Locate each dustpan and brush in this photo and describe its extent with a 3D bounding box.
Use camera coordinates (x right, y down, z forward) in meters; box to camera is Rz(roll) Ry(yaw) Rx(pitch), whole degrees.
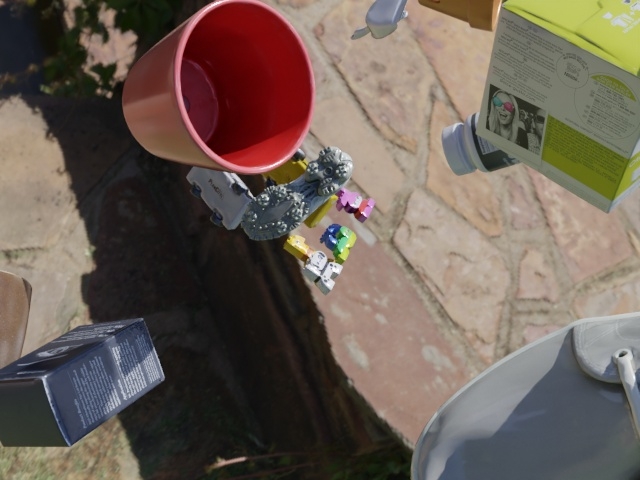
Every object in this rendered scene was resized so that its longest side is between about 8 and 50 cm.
[{"bbox_3d":[0.133,-0.502,1.802,0.060,0.211,0.147,41,59,-36],"label":"dustpan and brush"}]

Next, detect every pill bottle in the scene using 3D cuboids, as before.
[{"bbox_3d":[0.471,-0.269,2.056,0.161,0.283,0.161,35,47,-49],"label":"pill bottle"}]

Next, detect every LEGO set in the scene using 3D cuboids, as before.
[{"bbox_3d":[0.000,0.000,1.332,0.093,0.087,0.227,35,46,-7],"label":"LEGO set"}]

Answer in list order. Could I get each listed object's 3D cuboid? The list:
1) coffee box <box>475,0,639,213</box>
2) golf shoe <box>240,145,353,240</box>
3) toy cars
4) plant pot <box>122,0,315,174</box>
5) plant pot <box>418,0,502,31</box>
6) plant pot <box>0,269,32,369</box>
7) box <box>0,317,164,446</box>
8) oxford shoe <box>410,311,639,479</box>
[{"bbox_3d":[0.565,-0.331,1.578,0.337,0.334,0.338,-37,59,-25],"label":"coffee box"},{"bbox_3d":[-0.025,-0.056,1.088,0.069,0.176,0.086,58,9,8],"label":"golf shoe"},{"bbox_3d":[-0.116,-0.105,1.648,0.087,0.393,0.177,16,76,-54],"label":"toy cars"},{"bbox_3d":[-0.184,-0.237,1.307,0.274,0.243,0.275,1,89,-40],"label":"plant pot"},{"bbox_3d":[0.365,-0.693,2.021,0.203,0.291,0.291,12,47,14],"label":"plant pot"},{"bbox_3d":[-0.555,0.185,1.220,0.215,0.215,0.231,5,64,-31],"label":"plant pot"},{"bbox_3d":[-0.361,0.206,1.166,0.207,0.153,0.108,-33,110,-53],"label":"box"},{"bbox_3d":[0.273,0.117,0.576,0.130,0.449,0.169,32,41,-69],"label":"oxford shoe"}]
